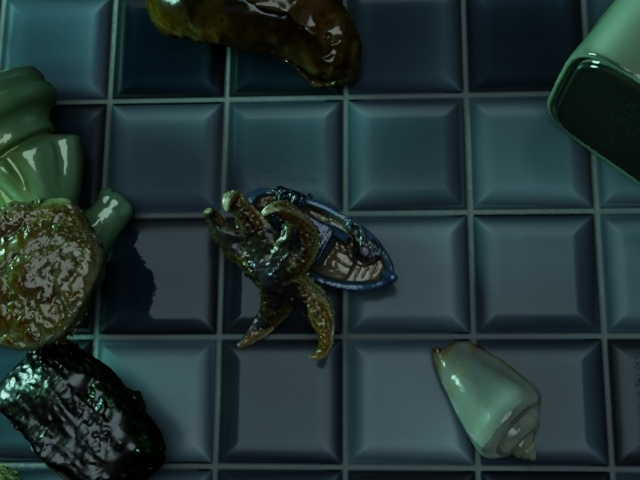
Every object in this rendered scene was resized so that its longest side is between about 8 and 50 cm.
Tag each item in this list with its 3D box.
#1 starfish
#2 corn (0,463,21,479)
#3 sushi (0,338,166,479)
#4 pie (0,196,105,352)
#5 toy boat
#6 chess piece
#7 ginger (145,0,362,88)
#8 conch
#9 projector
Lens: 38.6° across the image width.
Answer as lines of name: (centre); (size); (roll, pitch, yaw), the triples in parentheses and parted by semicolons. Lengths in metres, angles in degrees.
starfish: (-0.059, 0.046, 1.140); (0.238, 0.216, 0.071); (51, 47, 5)
corn: (-0.486, 0.424, 1.099); (0.130, 0.130, 0.347); (36, 83, 10)
sushi: (-0.293, 0.220, 1.134); (0.225, 0.124, 0.127); (42, 86, 13)
pie: (-0.349, 0.037, 1.120); (0.163, 0.079, 0.193); (29, 82, -5)
toy boat: (0.000, 0.000, 1.179); (0.223, 0.097, 0.100); (26, 83, 10)
chess piece: (-0.366, -0.067, 1.206); (0.176, 0.176, 0.298); (-32, 91, -4)
ginger: (-0.088, -0.318, 1.222); (0.321, 0.172, 0.165); (23, 42, 9)
conch: (0.212, 0.200, 1.142); (0.104, 0.094, 0.176); (-45, 51, 7)
projector: (0.460, -0.213, 1.118); (0.249, 0.248, 0.249); (39, 82, 11)
